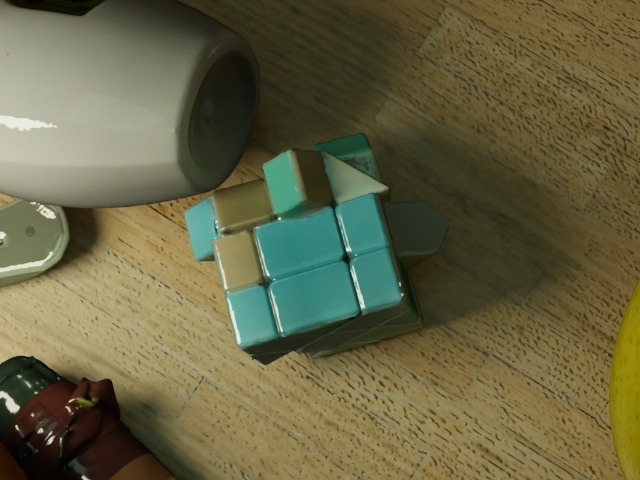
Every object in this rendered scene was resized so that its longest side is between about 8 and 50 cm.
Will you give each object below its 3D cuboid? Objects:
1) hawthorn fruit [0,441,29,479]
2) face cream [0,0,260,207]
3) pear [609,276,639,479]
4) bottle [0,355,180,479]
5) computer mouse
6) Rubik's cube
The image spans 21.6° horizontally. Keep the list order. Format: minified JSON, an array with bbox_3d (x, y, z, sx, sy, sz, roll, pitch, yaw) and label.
[{"bbox_3d":[-0.426,0.359,1.579,0.471,0.472,0.472,-1,78,3],"label":"hawthorn fruit"},{"bbox_3d":[-0.264,-0.156,1.755,0.357,0.312,0.219,9,115,19],"label":"face cream"},{"bbox_3d":[0.457,0.151,1.618,0.362,0.362,0.418,-2,79,2],"label":"pear"},{"bbox_3d":[-0.246,0.229,1.743,0.156,0.143,0.271,-45,78,-7],"label":"bottle"},{"bbox_3d":[-0.355,0.011,1.839,0.181,0.056,0.089,-17,72,6],"label":"computer mouse"},{"bbox_3d":[0.000,0.000,1.744,0.265,0.224,0.213,-16,75,5],"label":"Rubik's cube"}]
